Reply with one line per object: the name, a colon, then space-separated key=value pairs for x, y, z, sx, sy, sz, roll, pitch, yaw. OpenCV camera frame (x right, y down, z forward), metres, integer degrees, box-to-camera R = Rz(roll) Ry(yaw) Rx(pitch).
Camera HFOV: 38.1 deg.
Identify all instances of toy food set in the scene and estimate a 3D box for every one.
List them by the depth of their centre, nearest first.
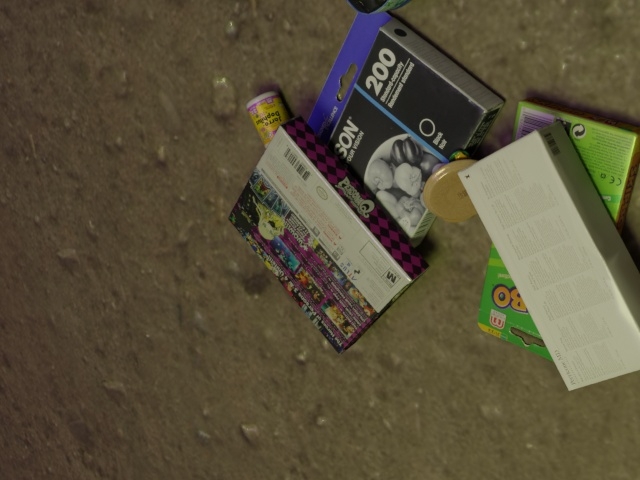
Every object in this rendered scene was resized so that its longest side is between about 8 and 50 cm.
toy food set: x=0.148 y=-0.054 z=0.971 sx=0.082 sy=0.083 sz=0.020 roll=-40 pitch=35 yaw=25

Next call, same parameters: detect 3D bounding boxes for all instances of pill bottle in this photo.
pill bottle: x=-0.055 y=-0.138 z=1.135 sx=0.043 sy=0.043 sz=0.083 roll=-27 pitch=88 yaw=44

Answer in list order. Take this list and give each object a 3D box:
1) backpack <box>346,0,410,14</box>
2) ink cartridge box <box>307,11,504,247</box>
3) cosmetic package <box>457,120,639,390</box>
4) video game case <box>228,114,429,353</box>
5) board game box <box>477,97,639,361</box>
backpack: x=0.061 y=-0.294 z=0.946 sx=0.105 sy=0.084 sz=0.114 roll=-43 pitch=73 yaw=41
ink cartridge box: x=0.071 y=-0.128 z=1.029 sx=0.208 sy=0.045 sz=0.206 roll=44 pitch=130 yaw=21
cosmetic package: x=0.233 y=0.015 z=0.885 sx=0.099 sy=0.060 sz=0.239 roll=-28 pitch=88 yaw=40
video game case: x=0.000 y=0.000 z=1.103 sx=0.232 sy=0.042 sz=0.210 roll=50 pitch=144 yaw=10
board game box: x=0.237 y=-0.003 z=0.938 sx=0.124 sy=0.039 sz=0.259 roll=24 pitch=118 yaw=33
